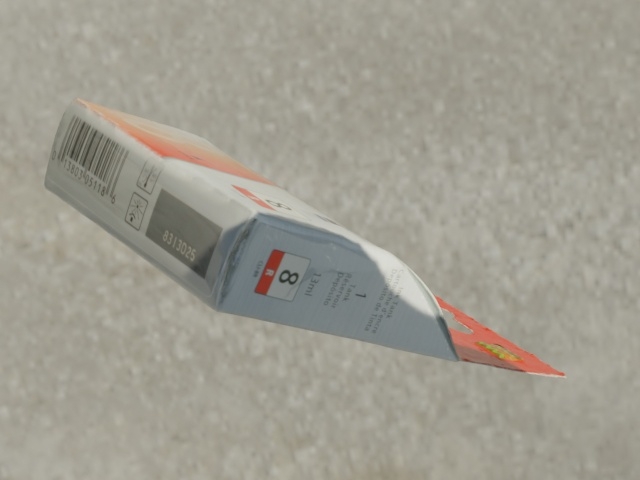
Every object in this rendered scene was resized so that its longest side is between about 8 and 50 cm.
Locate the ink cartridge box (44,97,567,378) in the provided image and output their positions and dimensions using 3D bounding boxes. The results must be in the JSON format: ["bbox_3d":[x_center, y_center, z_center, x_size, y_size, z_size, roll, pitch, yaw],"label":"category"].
[{"bbox_3d":[0.000,0.000,0.698,0.179,0.045,0.145,11,13,-37],"label":"ink cartridge box"}]
